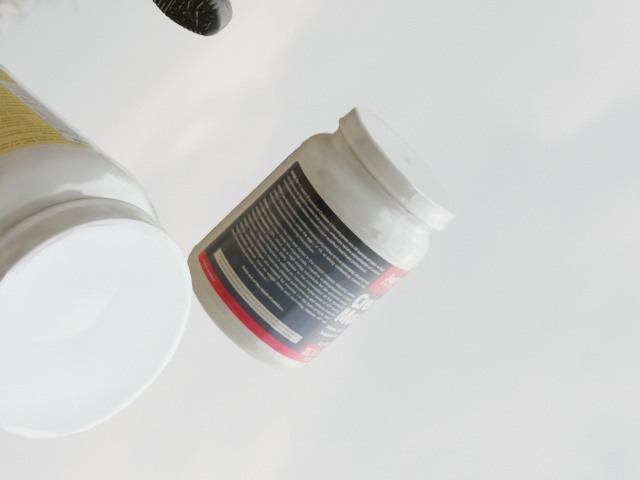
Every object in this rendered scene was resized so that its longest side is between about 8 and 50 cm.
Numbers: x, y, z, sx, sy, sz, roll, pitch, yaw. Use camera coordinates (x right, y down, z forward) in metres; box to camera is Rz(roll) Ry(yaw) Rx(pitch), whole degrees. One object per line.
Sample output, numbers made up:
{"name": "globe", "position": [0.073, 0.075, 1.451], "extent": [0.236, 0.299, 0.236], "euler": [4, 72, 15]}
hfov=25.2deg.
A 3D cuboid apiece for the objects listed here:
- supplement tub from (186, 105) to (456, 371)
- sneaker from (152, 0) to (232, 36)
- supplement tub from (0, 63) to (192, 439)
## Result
{"name": "supplement tub", "position": [0.000, 0.000, 1.627], "extent": [0.272, 0.191, 0.191], "euler": [-43, -160, 15]}
{"name": "sneaker", "position": [-0.102, -0.212, 0.922], "extent": [0.089, 0.170, 0.051], "euler": [-45, 176, -36]}
{"name": "supplement tub", "position": [-0.284, -0.005, 1.233], "extent": [0.241, 0.241, 0.331], "euler": [-49, -130, -3]}
